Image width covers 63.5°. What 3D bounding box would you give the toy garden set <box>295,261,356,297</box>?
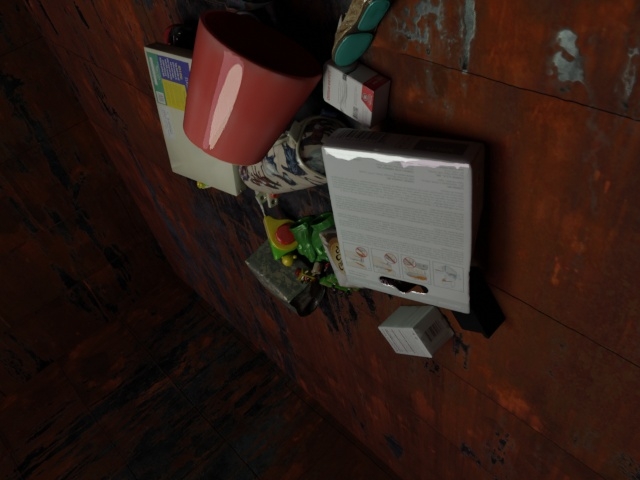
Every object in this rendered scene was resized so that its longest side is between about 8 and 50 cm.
[{"bbox_3d":[0.039,0.126,1.634,0.204,0.049,0.244,21,161,-14],"label":"toy garden set"}]

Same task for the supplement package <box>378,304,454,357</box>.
[{"bbox_3d":[0.269,0.256,1.473,0.105,0.105,0.179,55,156,-9],"label":"supplement package"}]

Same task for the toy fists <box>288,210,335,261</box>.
[{"bbox_3d":[0.000,0.000,1.594,0.142,0.096,0.279,55,155,-14],"label":"toy fists"}]

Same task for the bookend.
[{"bbox_3d":[0.332,0.143,1.241,0.157,0.072,0.156,57,156,-15],"label":"bookend"}]

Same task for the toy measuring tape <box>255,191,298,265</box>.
[{"bbox_3d":[-0.137,-0.075,1.757,0.121,0.122,0.329,-30,75,66],"label":"toy measuring tape"}]

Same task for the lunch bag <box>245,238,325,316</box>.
[{"bbox_3d":[-0.116,0.144,1.903,0.235,0.169,0.287,40,168,21],"label":"lunch bag"}]

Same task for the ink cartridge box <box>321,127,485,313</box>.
[{"bbox_3d":[0.180,-0.038,1.095,0.308,0.091,0.384,12,135,29],"label":"ink cartridge box"}]

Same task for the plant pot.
[{"bbox_3d":[-0.164,-0.313,1.110,0.275,0.275,0.243,42,124,18],"label":"plant pot"}]

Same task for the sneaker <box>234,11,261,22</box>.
[{"bbox_3d":[-0.184,-0.406,1.281,0.152,0.114,0.305,-129,36,-55],"label":"sneaker"}]

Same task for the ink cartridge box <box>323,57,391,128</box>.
[{"bbox_3d":[0.073,-0.309,1.066,0.135,0.056,0.099,39,153,24],"label":"ink cartridge box"}]

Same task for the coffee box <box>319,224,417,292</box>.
[{"bbox_3d":[0.140,0.028,1.330,0.297,0.119,0.168,-1,113,61],"label":"coffee box"}]

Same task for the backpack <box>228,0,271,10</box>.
[{"bbox_3d":[-0.141,-0.525,1.031,0.182,0.152,0.115,40,148,51],"label":"backpack"}]

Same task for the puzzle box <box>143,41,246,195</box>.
[{"bbox_3d":[-0.353,-0.343,1.495,0.272,0.052,0.408,23,136,25],"label":"puzzle box"}]

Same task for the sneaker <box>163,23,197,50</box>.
[{"bbox_3d":[-0.345,-0.495,1.483,0.135,0.098,0.276,10,132,59],"label":"sneaker"}]

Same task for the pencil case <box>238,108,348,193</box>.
[{"bbox_3d":[-0.080,-0.216,1.335,0.183,0.159,0.410,40,162,-24],"label":"pencil case"}]

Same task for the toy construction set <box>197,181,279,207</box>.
[{"bbox_3d":[-0.270,-0.225,1.668,0.328,0.151,0.214,23,116,29],"label":"toy construction set"}]

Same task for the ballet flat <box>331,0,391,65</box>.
[{"bbox_3d":[0.070,-0.403,0.947,0.206,0.073,0.067,143,115,-64],"label":"ballet flat"}]
